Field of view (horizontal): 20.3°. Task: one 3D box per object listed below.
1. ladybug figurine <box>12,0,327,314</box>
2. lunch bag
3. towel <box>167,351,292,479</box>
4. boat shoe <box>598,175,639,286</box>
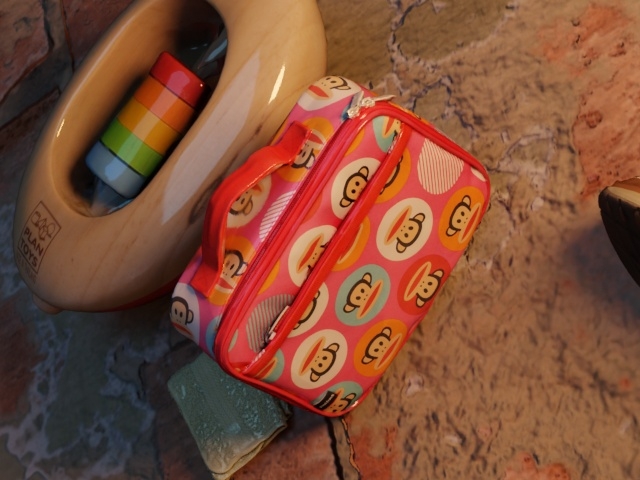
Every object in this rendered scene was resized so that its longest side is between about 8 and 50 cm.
[{"bbox_3d":[-0.148,-0.100,1.880,0.449,0.162,0.305,-51,46,9],"label":"ladybug figurine"},{"bbox_3d":[0.000,0.000,1.643,0.120,0.258,0.293,34,94,44],"label":"lunch bag"},{"bbox_3d":[-0.093,0.162,1.803,0.110,0.027,0.148,-44,48,14],"label":"towel"},{"bbox_3d":[0.362,0.017,1.449,0.120,0.123,0.324,-33,34,-18],"label":"boat shoe"}]
